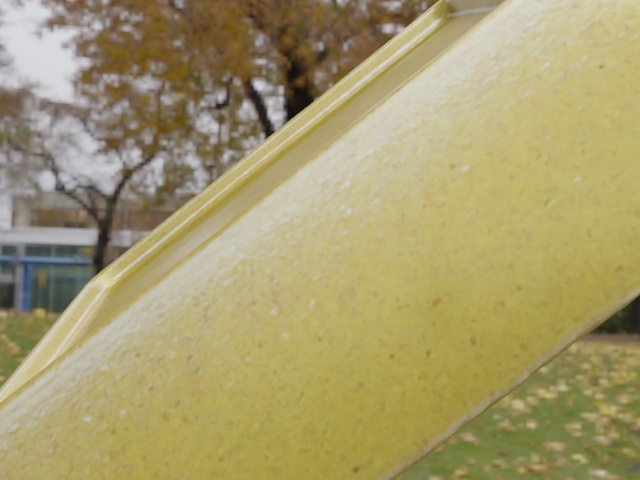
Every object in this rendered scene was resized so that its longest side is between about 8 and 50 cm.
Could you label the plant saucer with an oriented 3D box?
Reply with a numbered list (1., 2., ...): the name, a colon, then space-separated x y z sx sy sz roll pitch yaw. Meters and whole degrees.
1. plant saucer: 0.000 0.000 0.466 0.333 0.081 0.333 -38 8 5
